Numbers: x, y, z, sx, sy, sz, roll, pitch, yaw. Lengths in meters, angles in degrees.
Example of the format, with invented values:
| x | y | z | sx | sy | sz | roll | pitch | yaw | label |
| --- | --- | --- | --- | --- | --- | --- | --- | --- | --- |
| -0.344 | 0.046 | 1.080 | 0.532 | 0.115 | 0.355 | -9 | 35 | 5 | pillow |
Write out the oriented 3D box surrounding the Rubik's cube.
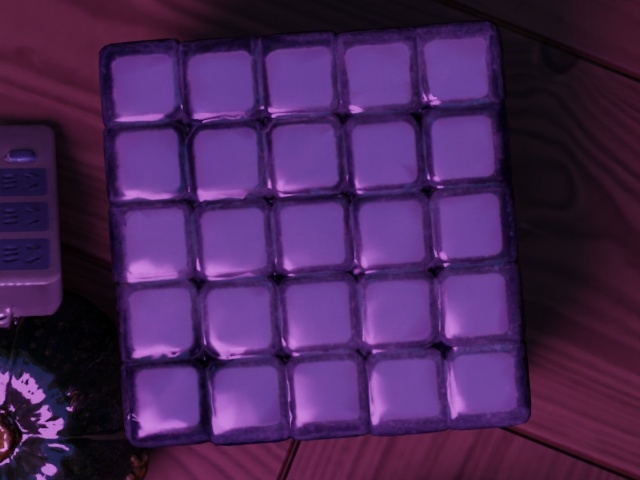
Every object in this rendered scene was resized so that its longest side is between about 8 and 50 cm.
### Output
| x | y | z | sx | sy | sz | roll | pitch | yaw | label |
| --- | --- | --- | --- | --- | --- | --- | --- | --- | --- |
| 0.000 | 0.000 | 1.172 | 0.236 | 0.237 | 0.238 | -5 | 89 | 0 | Rubik's cube |

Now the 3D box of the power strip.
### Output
| x | y | z | sx | sy | sz | roll | pitch | yaw | label |
| --- | --- | --- | --- | --- | --- | --- | --- | --- | --- |
| -0.205 | -0.015 | 1.213 | 0.081 | 0.192 | 0.035 | -2 | 127 | -7 | power strip |

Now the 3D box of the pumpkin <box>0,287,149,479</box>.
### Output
| x | y | z | sx | sy | sz | roll | pitch | yaw | label |
| --- | --- | --- | --- | --- | --- | --- | --- | --- | --- |
| -0.198 | 0.118 | 1.215 | 0.190 | 0.146 | 0.190 | -2 | 110 | -6 | pumpkin |
